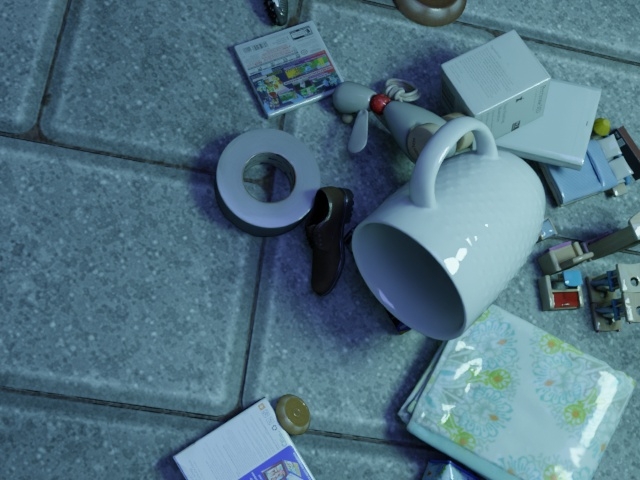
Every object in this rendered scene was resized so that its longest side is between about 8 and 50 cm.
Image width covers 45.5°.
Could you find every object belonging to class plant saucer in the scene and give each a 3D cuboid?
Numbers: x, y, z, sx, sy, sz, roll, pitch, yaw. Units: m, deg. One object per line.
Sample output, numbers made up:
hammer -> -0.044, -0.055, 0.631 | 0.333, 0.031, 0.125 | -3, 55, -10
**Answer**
plant saucer -> 0.265, -0.611, 1.843 | 0.198, 0.036, 0.199 | 3, 73, -10
plant saucer -> -0.049, 0.338, 1.493 | 0.083, 0.015, 0.084 | 24, 47, -29

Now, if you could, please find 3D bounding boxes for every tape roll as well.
tape roll -> -0.112, -0.121, 1.604 | 0.219, 0.072, 0.219 | 3, 74, -10

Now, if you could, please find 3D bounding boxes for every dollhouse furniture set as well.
dollhouse furniture set -> 0.592, 0.128, 1.647 | 0.183, 0.129, 0.129 | -1, 75, -13
dollhouse furniture set -> 0.597, -0.119, 1.684 | 0.286, 0.198, 0.304 | -17, 78, -16

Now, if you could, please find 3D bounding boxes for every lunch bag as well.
lunch bag -> 0.267, 0.519, 1.492 | 0.151, 0.096, 0.129 | 35, 67, -16

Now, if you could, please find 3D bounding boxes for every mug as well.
mug -> 0.257, -0.054, 1.428 | 0.276, 0.374, 0.328 | 27, 56, 39

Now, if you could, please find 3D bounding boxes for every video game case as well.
video game case -> -0.068, -0.385, 1.716 | 0.201, 0.023, 0.184 | -23, 80, -18

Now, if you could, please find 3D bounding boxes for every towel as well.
towel -> 0.384, 0.321, 1.510 | 0.374, 0.090, 0.321 | 29, 75, 17

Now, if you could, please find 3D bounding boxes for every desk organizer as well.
desk organizer -> 0.747, -0.215, 1.823 | 0.050, 0.047, 0.130 | -28, 82, -20

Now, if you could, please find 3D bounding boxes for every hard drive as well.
hard drive -> 0.459, -0.286, 1.734 | 0.307, 0.040, 0.203 | 16, 71, 13

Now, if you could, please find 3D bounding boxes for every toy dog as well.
toy dog -> 0.169, -0.221, 1.638 | 0.220, 0.161, 0.334 | -7, 32, -28

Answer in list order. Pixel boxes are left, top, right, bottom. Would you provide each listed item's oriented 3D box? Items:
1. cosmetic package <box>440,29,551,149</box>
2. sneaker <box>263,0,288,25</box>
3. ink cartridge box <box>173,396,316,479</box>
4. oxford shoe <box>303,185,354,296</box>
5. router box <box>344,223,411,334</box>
cosmetic package -> 0.374, -0.324, 1.656 | 0.183, 0.151, 0.152 | -26, 66, -2
sneaker -> -0.083, -0.600, 1.744 | 0.106, 0.078, 0.235 | -7, 74, -11
ink cartridge box -> -0.140, 0.440, 1.450 | 0.208, 0.045, 0.206 | -29, 82, -20
oxford shoe -> 0.000, 0.000, 1.564 | 0.096, 0.082, 0.227 | 7, 88, -41
router box -> 0.241, 0.019, 1.631 | 0.308, 0.081, 0.243 | -28, 81, -18
